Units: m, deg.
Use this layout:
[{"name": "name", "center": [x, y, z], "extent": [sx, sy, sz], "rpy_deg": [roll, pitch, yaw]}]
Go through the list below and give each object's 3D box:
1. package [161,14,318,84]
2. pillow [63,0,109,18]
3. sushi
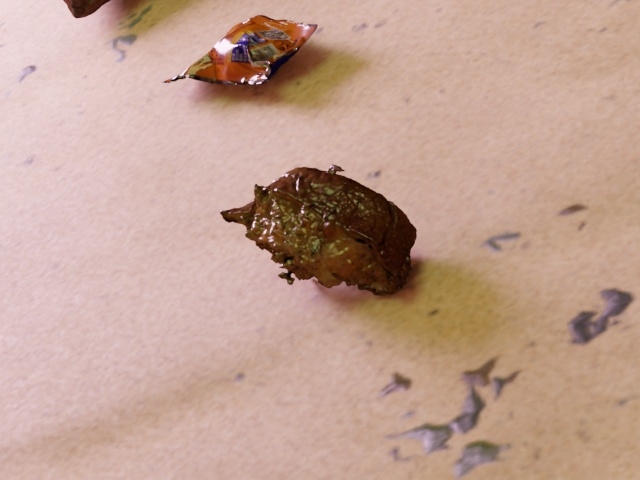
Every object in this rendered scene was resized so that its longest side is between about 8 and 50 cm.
[{"name": "package", "center": [-0.051, -0.123, 1.190], "extent": [0.111, 0.033, 0.077], "rpy_deg": [12, 62, 51]}, {"name": "pillow", "center": [-0.123, -0.324, 1.440], "extent": [0.308, 0.108, 0.305], "rpy_deg": [-36, 39, -3]}, {"name": "sushi", "center": [-0.001, -0.003, 0.974], "extent": [0.118, 0.061, 0.060], "rpy_deg": [8, 38, 41]}]
